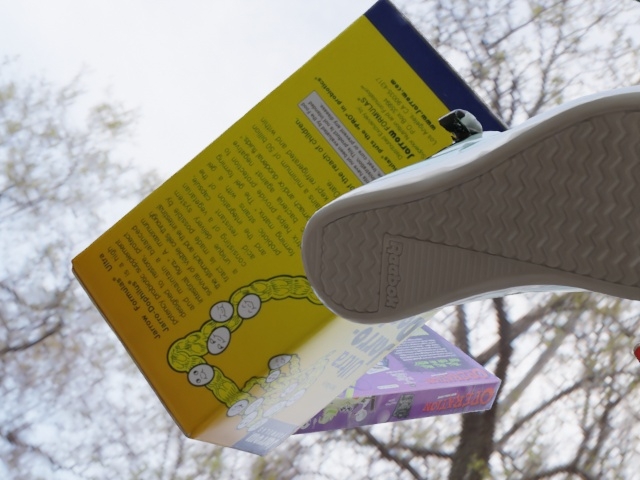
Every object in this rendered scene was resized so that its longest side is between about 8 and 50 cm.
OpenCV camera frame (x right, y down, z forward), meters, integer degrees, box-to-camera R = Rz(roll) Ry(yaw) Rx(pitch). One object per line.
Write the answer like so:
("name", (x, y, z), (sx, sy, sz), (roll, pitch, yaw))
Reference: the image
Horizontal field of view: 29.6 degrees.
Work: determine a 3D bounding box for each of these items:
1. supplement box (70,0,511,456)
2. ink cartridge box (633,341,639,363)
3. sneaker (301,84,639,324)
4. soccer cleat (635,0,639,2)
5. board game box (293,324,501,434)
("supplement box", (0.000, 0.000, 1.070), (0.356, 0.194, 0.195), (-40, -112, 4))
("ink cartridge box", (0.398, 0.062, 1.152), (0.231, 0.078, 0.134), (-36, -61, 2))
("sneaker", (0.130, -0.031, 0.572), (0.255, 0.151, 0.094), (-9, -77, 33))
("soccer cleat", (0.319, -0.235, 0.910), (0.121, 0.289, 0.093), (2, -67, 41))
("board game box", (0.019, 0.138, 1.391), (0.208, 0.346, 0.056), (32, -67, 45))
